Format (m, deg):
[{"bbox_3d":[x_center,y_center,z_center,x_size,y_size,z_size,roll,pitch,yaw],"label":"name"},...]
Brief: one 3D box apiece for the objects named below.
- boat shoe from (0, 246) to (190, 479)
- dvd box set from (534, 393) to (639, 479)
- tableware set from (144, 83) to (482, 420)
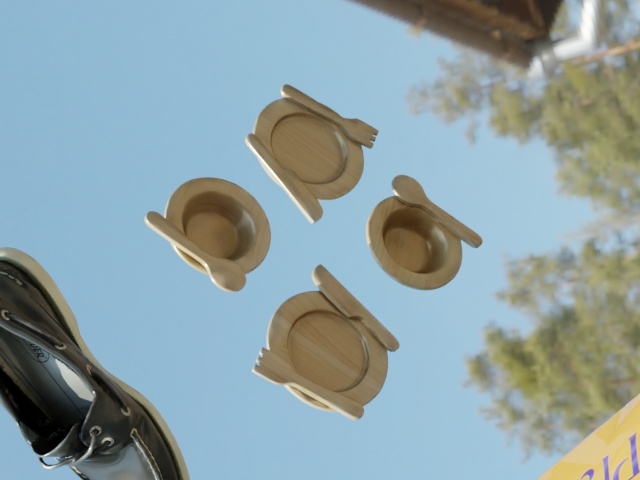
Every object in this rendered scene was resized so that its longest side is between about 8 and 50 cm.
[{"bbox_3d":[-0.258,0.170,1.432,0.340,0.127,0.113,61,-153,-13],"label":"boat shoe"},{"bbox_3d":[0.285,0.113,0.545,0.308,0.420,0.062,35,-149,-15],"label":"dvd box set"},{"bbox_3d":[0.000,0.000,0.717,0.141,0.020,0.168,41,-128,0],"label":"tableware set"}]
